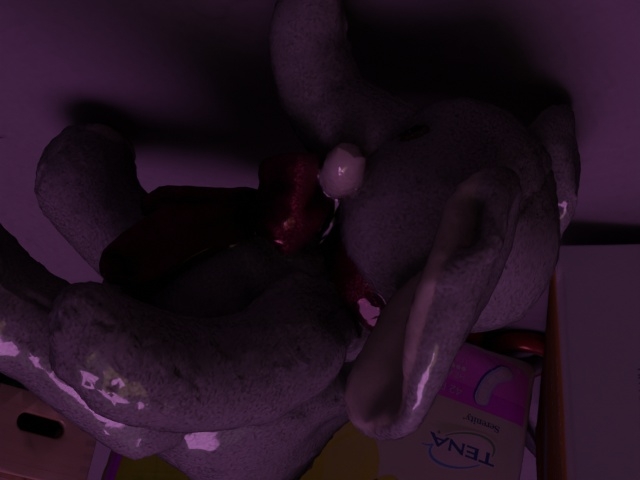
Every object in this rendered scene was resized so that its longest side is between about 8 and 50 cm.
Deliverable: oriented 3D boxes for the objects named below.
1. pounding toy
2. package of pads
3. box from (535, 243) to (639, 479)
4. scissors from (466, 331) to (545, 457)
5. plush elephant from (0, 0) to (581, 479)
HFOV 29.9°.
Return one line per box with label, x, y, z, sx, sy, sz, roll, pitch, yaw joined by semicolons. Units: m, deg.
pounding toy;-0.314;0.205;1.255;0.181;0.094;0.206;23;160;-34
package of pads;0.001;0.159;0.871;0.296;0.229;0.101;20;151;-11
box;0.243;0.172;0.842;0.168;0.215;0.345;-1;151;8
scissors;0.147;0.135;1.041;0.109;0.021;0.297;2;153;9
plush elephant;0.000;0.000;0.601;0.330;0.255;0.272;43;-165;3
